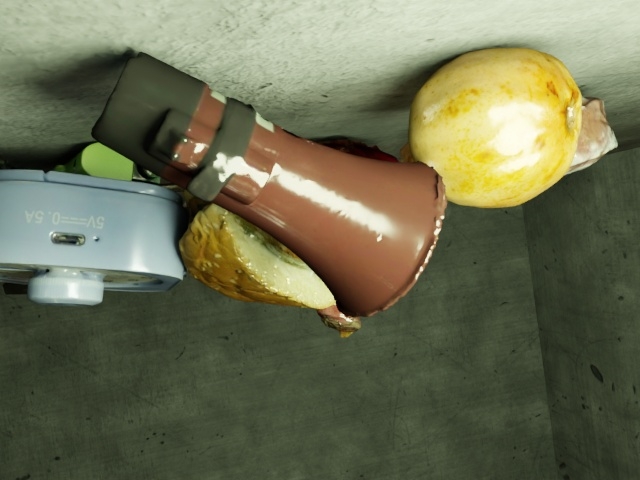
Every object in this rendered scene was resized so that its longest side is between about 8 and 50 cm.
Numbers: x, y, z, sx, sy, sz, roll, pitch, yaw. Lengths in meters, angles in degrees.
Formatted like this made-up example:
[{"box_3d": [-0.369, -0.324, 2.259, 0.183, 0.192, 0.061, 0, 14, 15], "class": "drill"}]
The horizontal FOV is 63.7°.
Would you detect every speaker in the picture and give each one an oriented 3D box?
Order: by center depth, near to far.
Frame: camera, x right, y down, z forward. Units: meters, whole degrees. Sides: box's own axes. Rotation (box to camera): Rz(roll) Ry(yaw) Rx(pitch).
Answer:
[{"box_3d": [-0.046, -0.096, 0.569, 0.330, 0.259, 0.198, 32, 130, -17], "class": "speaker"}]

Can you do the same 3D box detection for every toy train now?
[{"box_3d": [-0.377, -0.108, 0.893, 0.157, 0.105, 0.253, 9, 169, -39], "class": "toy train"}]

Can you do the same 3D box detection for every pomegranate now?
[{"box_3d": [0.207, -0.138, 0.628, 0.207, 0.207, 0.207, -8, -179, 0], "class": "pomegranate"}]

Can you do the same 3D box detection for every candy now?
[{"box_3d": [0.365, -0.178, 0.929, 0.290, 0.157, 0.214, -14, -167, 18], "class": "candy"}]

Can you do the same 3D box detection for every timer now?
[{"box_3d": [-0.414, 0.017, 0.826, 0.395, 0.173, 0.395, 2, 170, 0], "class": "timer"}]

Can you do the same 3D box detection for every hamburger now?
[{"box_3d": [-0.109, 0.014, 0.823, 0.209, 0.162, 0.330, -4, 158, 37], "class": "hamburger"}]

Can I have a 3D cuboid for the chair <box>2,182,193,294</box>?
[{"box_3d": [-0.489, -0.006, 1.127, 0.416, 0.203, 0.241, -1, -164, 29], "class": "chair"}]

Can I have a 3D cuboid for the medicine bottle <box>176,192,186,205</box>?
[{"box_3d": [-0.239, -0.131, 1.322, 0.260, 0.095, 0.095, -11, -177, -39], "class": "medicine bottle"}]

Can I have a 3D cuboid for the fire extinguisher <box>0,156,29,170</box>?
[{"box_3d": [-0.530, -0.109, 0.766, 0.157, 0.045, 0.078, -7, 159, 6], "class": "fire extinguisher"}]

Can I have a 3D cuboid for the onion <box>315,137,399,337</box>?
[{"box_3d": [0.000, 0.000, 1.113, 0.399, 0.420, 0.398, -5, -171, 1], "class": "onion"}]
